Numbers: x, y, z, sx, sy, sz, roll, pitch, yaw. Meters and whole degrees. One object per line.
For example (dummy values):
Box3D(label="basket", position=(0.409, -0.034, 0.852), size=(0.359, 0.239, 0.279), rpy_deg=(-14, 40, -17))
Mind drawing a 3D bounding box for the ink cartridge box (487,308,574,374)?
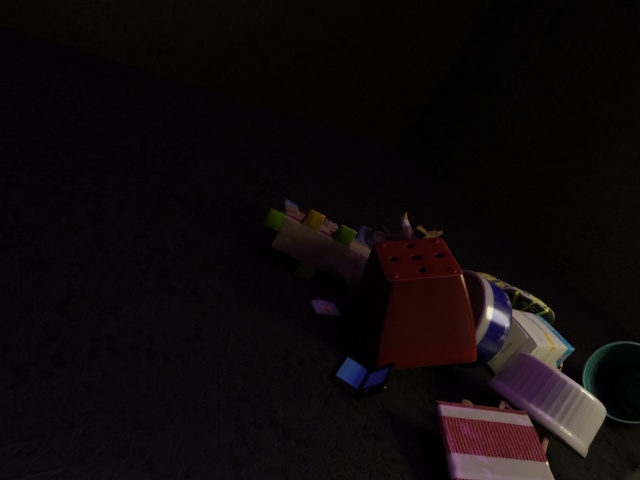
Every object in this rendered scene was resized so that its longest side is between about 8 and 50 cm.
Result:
Box3D(label="ink cartridge box", position=(0.652, 0.343, 1.557), size=(0.233, 0.171, 0.168), rpy_deg=(15, 29, -37))

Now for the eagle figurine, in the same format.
Box3D(label="eagle figurine", position=(0.287, 0.006, 1.758), size=(0.226, 0.298, 0.225), rpy_deg=(53, 44, -28))

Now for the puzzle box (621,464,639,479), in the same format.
Box3D(label="puzzle box", position=(0.659, 0.563, 1.012), size=(0.409, 0.272, 0.052), rpy_deg=(2, 37, -49))

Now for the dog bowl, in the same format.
Box3D(label="dog bowl", position=(0.408, 0.223, 1.368), size=(0.104, 0.265, 0.265), rpy_deg=(27, 24, -18))

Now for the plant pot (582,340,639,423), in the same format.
Box3D(label="plant pot", position=(1.109, 0.522, 1.693), size=(0.255, 0.271, 0.271), rpy_deg=(32, 19, -40))

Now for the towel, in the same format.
Box3D(label="towel", position=(0.362, 0.485, 0.953), size=(0.237, 0.037, 0.329), rpy_deg=(11, 40, -12))

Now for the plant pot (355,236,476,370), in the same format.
Box3D(label="plant pot", position=(0.235, 0.140, 1.220), size=(0.268, 0.235, 0.267), rpy_deg=(-5, 30, -2))

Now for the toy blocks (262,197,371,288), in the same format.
Box3D(label="toy blocks", position=(0.000, 0.000, 1.448), size=(0.381, 0.190, 0.261), rpy_deg=(27, 13, -13))

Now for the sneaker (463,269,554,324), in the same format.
Box3D(label="sneaker", position=(0.663, 0.196, 1.763), size=(0.385, 0.145, 0.147), rpy_deg=(25, 35, 24))

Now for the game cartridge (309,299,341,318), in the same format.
Box3D(label="game cartridge", position=(0.012, 0.181, 1.270), size=(0.083, 0.017, 0.056), rpy_deg=(14, 25, -36))

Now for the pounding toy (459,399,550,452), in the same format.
Box3D(label="pounding toy", position=(0.398, 0.462, 1.114), size=(0.206, 0.094, 0.181), rpy_deg=(34, 32, 19))

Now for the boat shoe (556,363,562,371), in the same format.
Box3D(label="boat shoe", position=(0.842, 0.448, 1.729), size=(0.063, 0.059, 0.170), rpy_deg=(40, 24, 18))

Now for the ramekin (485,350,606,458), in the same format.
Box3D(label="ramekin", position=(0.584, 0.412, 1.243), size=(0.277, 0.135, 0.277), rpy_deg=(37, -4, 3))

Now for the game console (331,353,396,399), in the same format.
Box3D(label="game console", position=(0.100, 0.296, 1.089), size=(0.071, 0.107, 0.122), rpy_deg=(62, 25, -4))
